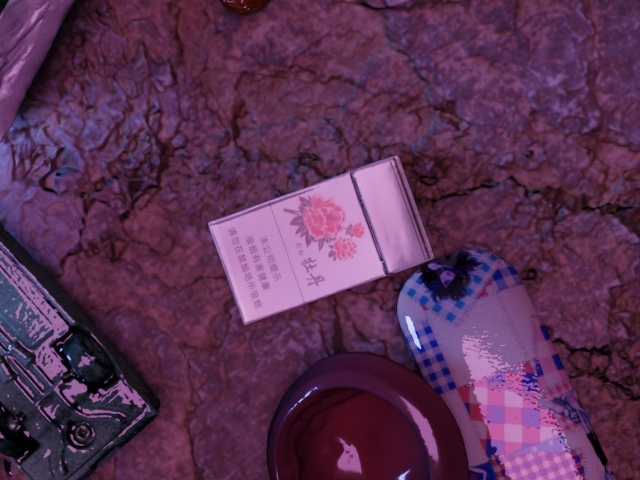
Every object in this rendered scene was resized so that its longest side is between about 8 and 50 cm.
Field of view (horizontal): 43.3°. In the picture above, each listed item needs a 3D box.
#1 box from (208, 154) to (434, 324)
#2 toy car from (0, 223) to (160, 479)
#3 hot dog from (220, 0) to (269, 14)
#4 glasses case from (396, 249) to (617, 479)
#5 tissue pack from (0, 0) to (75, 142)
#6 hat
[{"bbox_3d":[0.000,-0.001,0.791,0.198,0.029,0.109,-20,91,1],"label":"box"},{"bbox_3d":[-0.304,0.084,0.758,0.141,0.097,0.321,-41,91,1],"label":"toy car"},{"bbox_3d":[-0.068,-0.260,0.784,0.058,0.035,0.083,42,91,0],"label":"hot dog"},{"bbox_3d":[0.176,0.166,0.745,0.125,0.076,0.328,-24,76,6],"label":"glasses case"},{"bbox_3d":[-0.312,-0.210,0.730,0.156,0.148,0.209,24,90,0],"label":"tissue pack"},{"bbox_3d":[0.045,0.201,0.755,0.205,0.089,0.206,3,97,24],"label":"hat"}]
